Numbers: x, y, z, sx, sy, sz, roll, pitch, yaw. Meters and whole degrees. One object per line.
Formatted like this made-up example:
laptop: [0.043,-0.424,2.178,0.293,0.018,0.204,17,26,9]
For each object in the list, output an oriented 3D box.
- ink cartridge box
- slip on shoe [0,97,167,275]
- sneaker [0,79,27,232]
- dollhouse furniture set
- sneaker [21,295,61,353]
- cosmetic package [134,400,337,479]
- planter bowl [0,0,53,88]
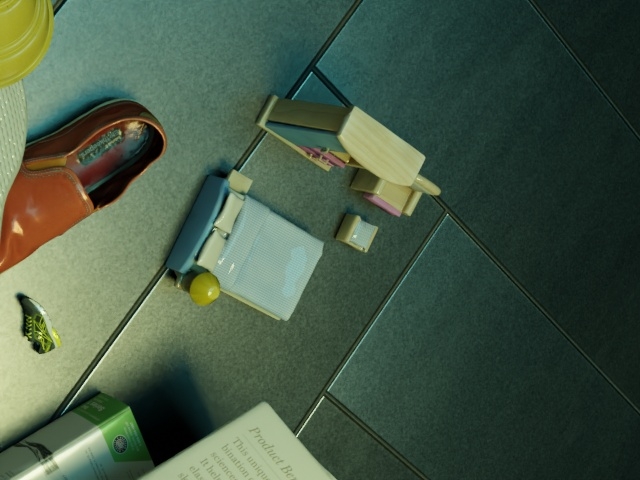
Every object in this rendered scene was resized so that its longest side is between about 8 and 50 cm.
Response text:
ink cartridge box: [-0.321,0.319,1.763,0.219,0.093,0.160,-30,114,-27]
slip on shoe: [-0.322,-0.060,1.684,0.331,0.101,0.123,-38,120,-21]
sneaker: [-0.420,-0.073,1.580,0.126,0.128,0.321,71,21,-56]
dollhouse furniture set: [0.000,0.000,1.858,0.286,0.198,0.303,32,81,-34]
sneaker: [-0.353,0.107,1.737,0.035,0.031,0.083,-37,118,-23]
cosmetic package: [-0.136,0.479,1.707,0.394,0.329,0.327,-29,153,-27]
planter bowl: [-0.388,-0.280,1.542,0.217,0.090,0.217,11,64,-24]
